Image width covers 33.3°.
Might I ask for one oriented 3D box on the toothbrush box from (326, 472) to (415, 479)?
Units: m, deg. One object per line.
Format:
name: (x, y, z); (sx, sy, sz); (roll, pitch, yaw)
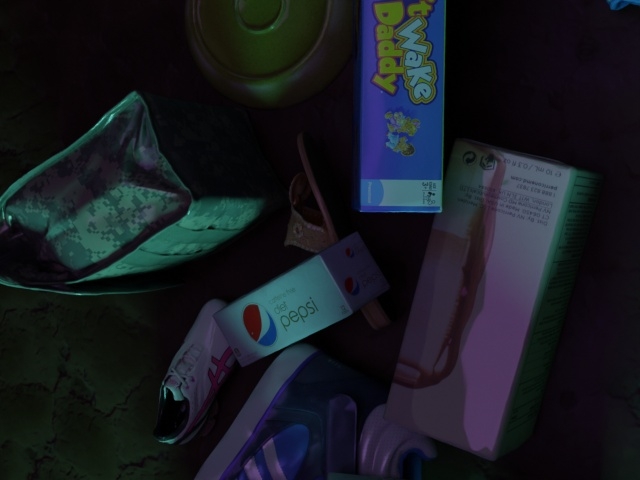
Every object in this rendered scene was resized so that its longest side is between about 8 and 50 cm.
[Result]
toothbrush box: (0.150, 0.322, 1.024); (0.295, 0.216, 0.126); (7, 94, -5)

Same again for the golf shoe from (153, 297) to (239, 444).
golf shoe: (-0.147, 0.160, 1.283); (0.067, 0.086, 0.186); (19, 98, 24)

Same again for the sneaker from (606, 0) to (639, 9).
sneaker: (0.301, -0.308, 1.065); (0.240, 0.091, 0.126); (47, 109, 15)

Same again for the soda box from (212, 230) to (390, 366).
soda box: (-0.026, 0.068, 1.184); (0.216, 0.069, 0.074); (-31, 90, 47)

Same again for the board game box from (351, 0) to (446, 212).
board game box: (0.075, -0.201, 1.087); (0.078, 0.233, 0.347); (1, 92, 0)

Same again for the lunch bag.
lunch bag: (-0.218, -0.027, 1.226); (0.287, 0.235, 0.169); (-32, 78, 22)

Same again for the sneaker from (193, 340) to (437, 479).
sneaker: (-0.007, 0.298, 1.198); (0.236, 0.130, 0.323); (33, 99, 24)

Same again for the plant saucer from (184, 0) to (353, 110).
plant saucer: (-0.065, -0.275, 1.260); (0.241, 0.037, 0.241); (0, 91, 24)

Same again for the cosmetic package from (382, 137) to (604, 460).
cosmetic package: (0.179, 0.055, 1.099); (0.129, 0.153, 0.296); (17, 97, 24)

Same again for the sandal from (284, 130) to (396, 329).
sandal: (-0.002, 0.000, 1.211); (0.079, 0.088, 0.240); (-27, 86, 16)
